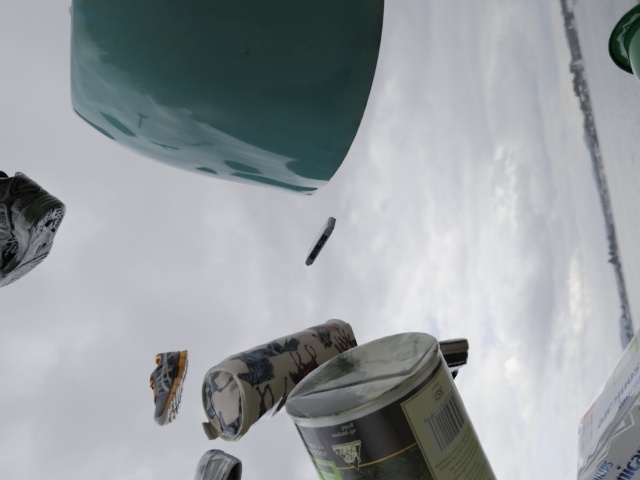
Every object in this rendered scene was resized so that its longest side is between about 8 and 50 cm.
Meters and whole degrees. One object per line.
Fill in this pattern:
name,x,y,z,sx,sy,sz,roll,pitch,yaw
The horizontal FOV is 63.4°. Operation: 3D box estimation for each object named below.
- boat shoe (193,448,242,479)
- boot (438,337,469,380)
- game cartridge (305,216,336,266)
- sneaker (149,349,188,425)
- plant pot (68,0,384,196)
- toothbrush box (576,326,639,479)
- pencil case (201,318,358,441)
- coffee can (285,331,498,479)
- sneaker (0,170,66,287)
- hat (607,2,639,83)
boat shoe,-0.200,0.531,0.965,0.095,0.084,0.258,16,-103,-56
boot,0.218,0.358,1.023,0.377,0.138,0.284,114,150,-63
game cartridge,0.000,0.000,0.885,0.017,0.083,0.056,31,-156,-3
sneaker,-0.372,0.350,1.239,0.215,0.083,0.084,-96,13,-59
plant pot,-0.112,-0.199,0.507,0.235,0.293,0.293,4,-105,-23
toothbrush box,0.495,0.260,0.626,0.122,0.283,0.206,-47,-28,-52
pencil case,-0.082,0.312,1.187,0.410,0.160,0.184,-11,-56,-48
coffee can,0.104,0.280,0.632,0.201,0.201,0.275,-30,-83,-59
sneaker,-0.493,-0.023,0.816,0.130,0.227,0.087,44,-143,1
hat,0.438,-0.183,0.625,0.173,0.208,0.184,118,164,-70
